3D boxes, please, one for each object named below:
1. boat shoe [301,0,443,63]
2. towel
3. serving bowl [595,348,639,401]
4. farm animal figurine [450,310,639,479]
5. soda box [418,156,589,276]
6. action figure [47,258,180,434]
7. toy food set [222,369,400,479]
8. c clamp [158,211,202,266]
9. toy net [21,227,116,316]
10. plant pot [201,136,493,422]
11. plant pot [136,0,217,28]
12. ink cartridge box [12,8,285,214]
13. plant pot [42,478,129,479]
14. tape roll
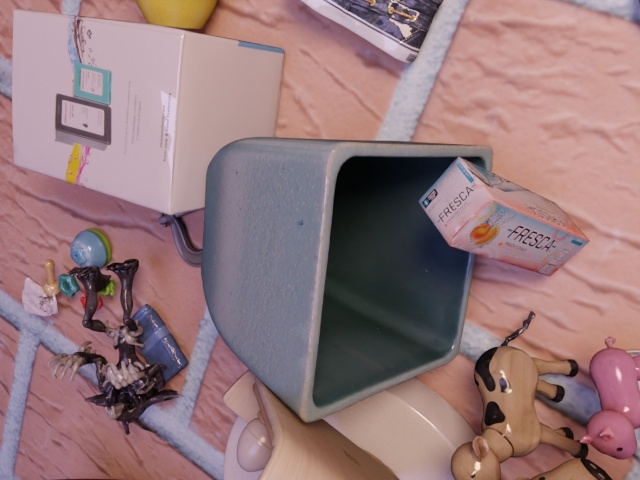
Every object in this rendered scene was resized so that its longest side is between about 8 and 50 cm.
[{"bbox_3d":[0.048,-0.280,0.662,0.183,0.065,0.083,34,113,11],"label":"boat shoe"},{"bbox_3d":[-0.258,0.162,0.932,0.067,0.029,0.119,-41,79,29],"label":"towel"},{"bbox_3d":[0.331,0.149,0.610,0.083,0.027,0.083,6,103,28],"label":"serving bowl"},{"bbox_3d":[0.203,0.244,0.500,0.172,0.330,0.327,13,93,-15],"label":"farm animal figurine"},{"bbox_3d":[0.182,-0.018,0.568,0.058,0.183,0.063,-50,47,26],"label":"soda box"},{"bbox_3d":[-0.308,0.172,0.865,0.164,0.141,0.276,-7,95,17],"label":"action figure"},{"bbox_3d":[0.003,0.244,0.557,0.220,0.306,0.092,41,84,-9],"label":"toy food set"},{"bbox_3d":[-0.175,-0.031,0.852,0.160,0.022,0.137,-11,94,30],"label":"c clamp"},{"bbox_3d":[-0.424,0.078,1.000,0.232,0.045,0.122,-32,93,32],"label":"toy net"},{"bbox_3d":[0.000,0.000,0.648,0.252,0.247,0.248,21,110,43],"label":"plant pot"},{"bbox_3d":[-0.181,-0.319,0.739,0.134,0.134,0.095,16,113,25],"label":"plant pot"},{"bbox_3d":[-0.219,-0.169,0.748,0.270,0.198,0.197,17,108,26],"label":"ink cartridge box"},{"bbox_3d":[-0.340,0.523,0.899,0.267,0.235,0.267,21,113,57],"label":"plant pot"},{"bbox_3d":[0.045,0.349,0.780,0.392,0.072,0.392,6,103,27],"label":"tape roll"}]
